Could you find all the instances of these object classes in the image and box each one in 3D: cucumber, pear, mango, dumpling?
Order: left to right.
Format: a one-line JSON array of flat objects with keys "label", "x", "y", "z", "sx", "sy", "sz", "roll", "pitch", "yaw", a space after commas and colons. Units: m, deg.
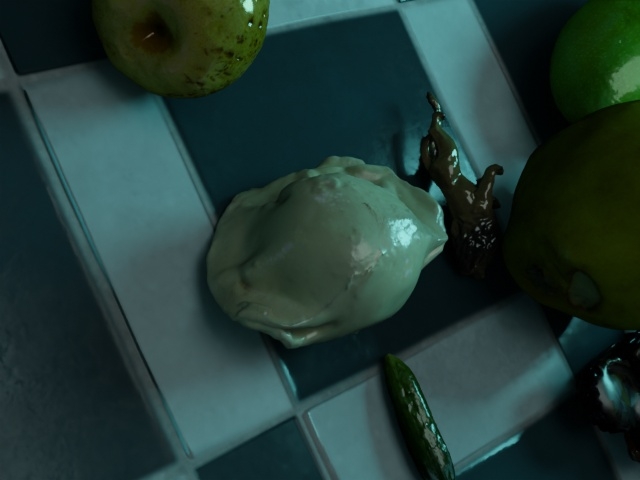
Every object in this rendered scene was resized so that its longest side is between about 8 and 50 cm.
[{"label": "pear", "x": -0.125, "y": -0.221, "z": 0.963, "sx": 0.178, "sy": 0.178, "sz": 0.177, "roll": 14, "pitch": 64, "yaw": -31}, {"label": "dumpling", "x": 0.000, "y": 0.000, "z": 0.976, "sx": 0.193, "sy": 0.147, "sz": 0.258, "roll": 38, "pitch": 53, "yaw": 21}, {"label": "cucumber", "x": 0.099, "y": 0.190, "z": 1.024, "sx": 0.039, "sy": 0.039, "sz": 0.167, "roll": -16, "pitch": 79, "yaw": -39}, {"label": "pear", "x": 0.353, "y": -0.028, "z": 1.149, "sx": 0.321, "sy": 0.269, "sz": 0.269, "roll": -25, "pitch": 87, "yaw": -16}, {"label": "mango", "x": 0.432, "y": -0.233, "z": 1.332, "sx": 0.382, "sy": 0.201, "sz": 0.225, "roll": -35, "pitch": 100, "yaw": -36}]

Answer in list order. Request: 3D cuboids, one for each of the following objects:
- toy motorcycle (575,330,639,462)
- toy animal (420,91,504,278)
[{"label": "toy motorcycle", "x": 0.463, "y": 0.155, "z": 1.240, "sx": 0.401, "sy": 0.134, "sz": 0.207, "roll": -33, "pitch": 92, "yaw": -38}, {"label": "toy animal", "x": 0.162, "y": -0.069, "z": 1.155, "sx": 0.086, "sy": 0.069, "sz": 0.219, "roll": -14, "pitch": 78, "yaw": -19}]
